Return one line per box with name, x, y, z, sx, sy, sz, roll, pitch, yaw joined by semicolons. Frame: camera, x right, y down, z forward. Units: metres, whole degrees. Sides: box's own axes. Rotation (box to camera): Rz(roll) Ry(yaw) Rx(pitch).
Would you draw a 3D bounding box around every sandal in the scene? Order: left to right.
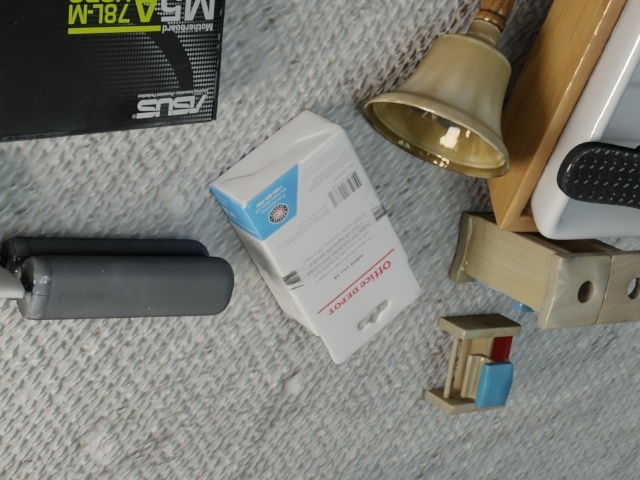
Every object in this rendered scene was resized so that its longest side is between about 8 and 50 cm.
sandal;0.267;-0.053;1.030;0.179;0.040;0.067;11;116;-24

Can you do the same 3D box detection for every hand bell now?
hand bell;0.140;-0.186;1.026;0.126;0.126;0.242;34;75;-39

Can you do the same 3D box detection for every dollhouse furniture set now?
dollhouse furniture set;0.199;0.080;1.141;0.129;0.129;0.183;-1;109;-35

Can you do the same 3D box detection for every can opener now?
can opener;-0.188;0.004;0.875;0.283;0.076;0.095;1;109;-36

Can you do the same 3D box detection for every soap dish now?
soap dish;0.279;-0.140;1.073;0.229;0.118;0.290;-2;128;-34

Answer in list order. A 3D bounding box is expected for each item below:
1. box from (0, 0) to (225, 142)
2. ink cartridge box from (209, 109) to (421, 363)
box;-0.146;-0.163;0.837;0.191;0.045;0.184;-10;113;-42
ink cartridge box;0.000;0.000;1.013;0.104;0.060;0.180;-39;126;-16
